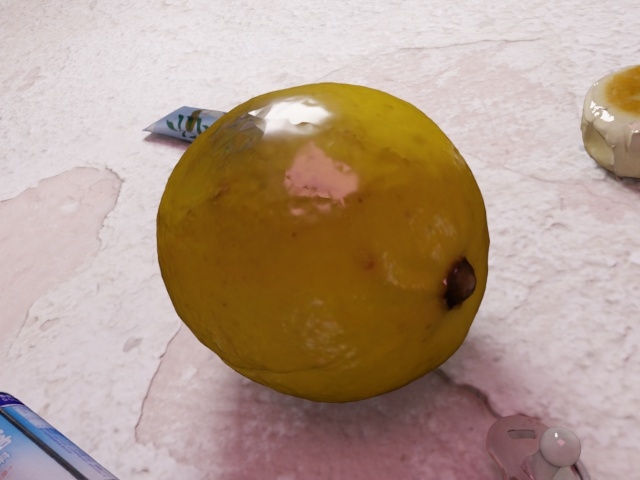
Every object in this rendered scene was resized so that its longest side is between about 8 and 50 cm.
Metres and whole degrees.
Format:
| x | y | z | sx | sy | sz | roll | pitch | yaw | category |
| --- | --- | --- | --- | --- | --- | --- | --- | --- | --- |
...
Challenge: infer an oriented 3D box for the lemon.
| x | y | z | sx | sy | sz | roll | pitch | yaw | category |
| --- | --- | --- | --- | --- | --- | --- | --- | --- | --- |
| 0.000 | 0.000 | 0.528 | 0.297 | 0.297 | 0.297 | -9 | 44 | 9 | lemon |

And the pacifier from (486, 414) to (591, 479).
| x | y | z | sx | sy | sz | roll | pitch | yaw | category |
| --- | --- | --- | --- | --- | --- | --- | --- | --- | --- |
| 0.176 | 0.169 | 0.444 | 0.081 | 0.078 | 0.099 | 0 | 41 | -12 | pacifier |

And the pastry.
| x | y | z | sx | sy | sz | roll | pitch | yaw | category |
| --- | --- | --- | --- | --- | --- | --- | --- | --- | --- |
| 0.386 | -0.138 | 0.680 | 0.166 | 0.088 | 0.166 | -9 | 47 | 10 | pastry |

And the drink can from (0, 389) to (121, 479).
| x | y | z | sx | sy | sz | roll | pitch | yaw | category |
| --- | --- | --- | --- | --- | --- | --- | --- | --- | --- |
| -0.248 | 0.222 | 0.516 | 0.235 | 0.097 | 0.097 | 19 | 54 | 32 | drink can |

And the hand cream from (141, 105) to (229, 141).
| x | y | z | sx | sy | sz | roll | pitch | yaw | category |
| --- | --- | --- | --- | --- | --- | --- | --- | --- | --- |
| -0.182 | -0.182 | 0.940 | 0.271 | 0.058 | 0.091 | 18 | 50 | 39 | hand cream |
